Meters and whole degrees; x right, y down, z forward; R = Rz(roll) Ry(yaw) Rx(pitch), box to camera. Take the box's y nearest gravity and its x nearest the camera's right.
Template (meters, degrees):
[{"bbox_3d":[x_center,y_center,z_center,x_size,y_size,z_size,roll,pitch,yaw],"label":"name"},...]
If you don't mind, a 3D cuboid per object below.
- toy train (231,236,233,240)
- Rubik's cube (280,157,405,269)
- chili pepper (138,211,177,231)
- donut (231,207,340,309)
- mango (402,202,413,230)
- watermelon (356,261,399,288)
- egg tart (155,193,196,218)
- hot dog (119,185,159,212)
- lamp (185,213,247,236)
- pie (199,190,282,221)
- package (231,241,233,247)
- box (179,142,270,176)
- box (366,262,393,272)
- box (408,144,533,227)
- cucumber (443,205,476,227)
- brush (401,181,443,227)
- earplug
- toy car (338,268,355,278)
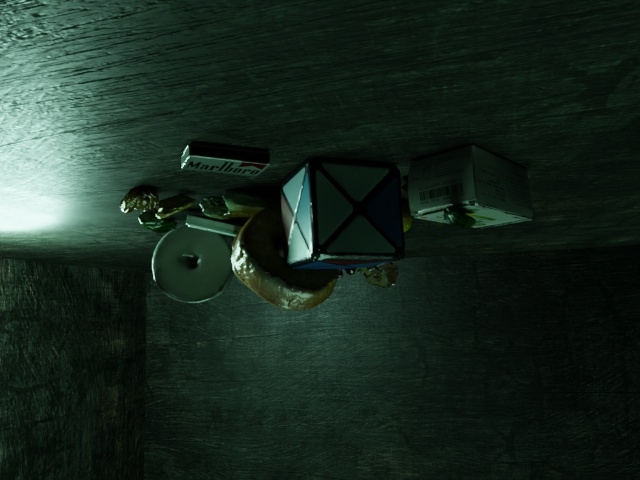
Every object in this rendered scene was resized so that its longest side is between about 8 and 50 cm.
[{"bbox_3d":[-0.357,-0.027,2.101,0.047,0.043,0.207,-3,172,-9],"label":"toy train"},{"bbox_3d":[0.051,-0.057,1.267,0.247,0.249,0.248,1,169,-22],"label":"Rubik's cube"},{"bbox_3d":[-0.574,-0.058,1.777,0.098,0.060,0.224,-9,170,1],"label":"chili pepper"},{"bbox_3d":[-0.091,0.051,1.422,0.318,0.298,0.150,0,153,-20],"label":"donut"},{"bbox_3d":[0.252,-0.070,1.707,0.126,0.111,0.233,2,173,2],"label":"mango"},{"bbox_3d":[0.243,0.063,2.355,0.151,0.301,0.264,-36,-160,-31],"label":"watermelon"},{"bbox_3d":[-0.427,-0.107,1.450,0.129,0.049,0.128,-20,-166,5],"label":"egg tart"},{"bbox_3d":[-0.513,-0.111,1.400,0.099,0.065,0.147,-8,175,-34],"label":"hot dog"},{"bbox_3d":[-0.285,-0.046,1.716,0.267,0.047,0.269,11,-176,34],"label":"lamp"},{"bbox_3d":[-0.215,-0.098,1.550,0.303,0.066,0.302,-2,173,0],"label":"pie"},{"bbox_3d":[-0.274,0.033,2.332,0.224,0.108,0.288,-3,175,19],"label":"package"},{"bbox_3d":[-0.213,-0.177,1.097,0.178,0.035,0.115,2,171,-26],"label":"box"},{"bbox_3d":[0.201,0.015,1.931,0.086,0.214,0.215,-22,168,10],"label":"box"},{"bbox_3d":[0.380,-0.121,1.241,0.173,0.145,0.333,-12,168,43],"label":"box"},{"bbox_3d":[0.308,-0.048,1.105,0.039,0.039,0.168,-8,168,35],"label":"cucumber"},{"bbox_3d":[0.306,-0.107,1.406,0.059,0.123,0.197,-41,160,13],"label":"brush"},{"bbox_3d":[-0.522,0.113,2.105,0.313,0.312,0.394,-1,172,-8],"label":"earplug"},{"bbox_3d":[0.000,0.000,1.856,0.272,0.240,0.340,-1,144,-16],"label":"toy car"}]
